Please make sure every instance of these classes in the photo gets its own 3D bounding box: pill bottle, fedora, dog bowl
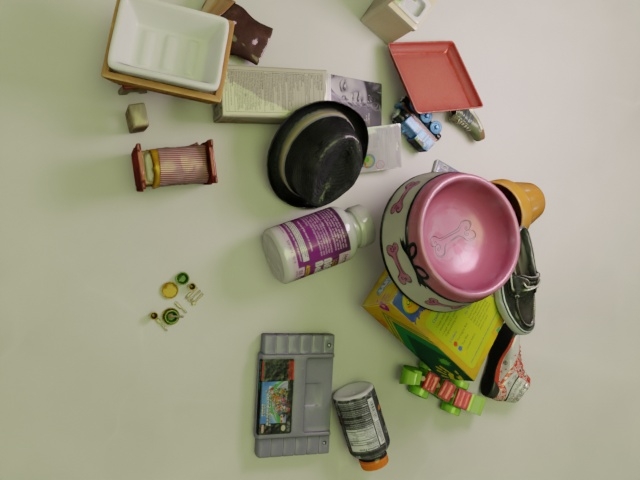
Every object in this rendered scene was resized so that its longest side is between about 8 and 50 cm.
[{"bbox_3d":[0.000,0.000,1.814,0.302,0.169,0.169,-20,97,-19],"label":"pill bottle"},{"bbox_3d":[0.130,0.559,1.888,0.130,0.130,0.245,-19,98,-20],"label":"pill bottle"},{"bbox_3d":[0.013,-0.215,1.764,0.334,0.152,0.334,-10,122,-17],"label":"fedora"},{"bbox_3d":[0.375,-0.006,1.750,0.408,0.150,0.407,3,81,-24],"label":"dog bowl"}]

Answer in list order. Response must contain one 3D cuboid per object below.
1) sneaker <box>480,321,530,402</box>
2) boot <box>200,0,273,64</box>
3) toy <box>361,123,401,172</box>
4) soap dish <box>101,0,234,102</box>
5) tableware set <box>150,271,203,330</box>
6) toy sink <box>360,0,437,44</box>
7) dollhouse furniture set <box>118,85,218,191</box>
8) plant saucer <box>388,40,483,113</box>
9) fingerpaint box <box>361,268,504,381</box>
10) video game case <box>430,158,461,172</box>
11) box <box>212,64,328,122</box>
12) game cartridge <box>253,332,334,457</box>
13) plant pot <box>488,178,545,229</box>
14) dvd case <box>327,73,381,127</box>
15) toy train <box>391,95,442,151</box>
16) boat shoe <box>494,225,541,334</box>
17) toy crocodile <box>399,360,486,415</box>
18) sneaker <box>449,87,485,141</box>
[{"bbox_3d":[0.640,0.409,2.110,0.145,0.090,0.270,21,86,-21],"label":"sneaker"},{"bbox_3d":[-0.262,-0.544,1.751,0.207,0.090,0.248,29,76,-17],"label":"boot"},{"bbox_3d":[0.125,-0.278,1.917,0.237,0.056,0.136,-10,112,-15],"label":"toy"},{"bbox_3d":[-0.379,-0.472,1.587,0.291,0.118,0.228,10,76,-14],"label":"soap dish"},{"bbox_3d":[-0.402,0.165,1.735,0.154,0.024,0.104,-45,105,-15],"label":"tableware set"},{"bbox_3d":[0.251,-0.703,1.876,0.131,0.234,0.152,37,77,-17],"label":"toy sink"},{"bbox_3d":[-0.408,-0.319,1.662,0.201,0.152,0.374,-10,94,-21],"label":"dollhouse furniture set"},{"bbox_3d":[0.350,-0.502,1.967,0.258,0.048,0.259,-11,72,-26],"label":"plant saucer"},{"bbox_3d":[0.394,0.139,1.934,0.371,0.163,0.444,42,64,-17],"label":"fingerpaint box"},{"bbox_3d":[0.390,-0.115,1.874,0.183,0.023,0.201,26,68,-19],"label":"video game case"},{"bbox_3d":[-0.141,-0.406,1.783,0.311,0.121,0.148,-1,91,-21],"label":"box"},{"bbox_3d":[-0.076,0.449,1.847,0.230,0.068,0.355,3,89,-26],"label":"game cartridge"},{"bbox_3d":[0.625,-0.110,2.056,0.188,0.205,0.205,-18,97,-35],"label":"plant pot"},{"bbox_3d":[0.098,-0.406,1.904,0.221,0.018,0.164,0,91,-35],"label":"dvd case"},{"bbox_3d":[0.299,-0.365,1.981,0.184,0.080,0.105,44,81,-16],"label":"toy train"},{"bbox_3d":[0.593,0.117,1.886,0.121,0.119,0.335,-11,87,-31],"label":"boat shoe"},{"bbox_3d":[0.391,0.473,2.003,0.341,0.105,0.115,30,80,-19],"label":"toy crocodile"},{"bbox_3d":[0.458,-0.399,2.053,0.086,0.064,0.192,-28,100,-11],"label":"sneaker"}]
